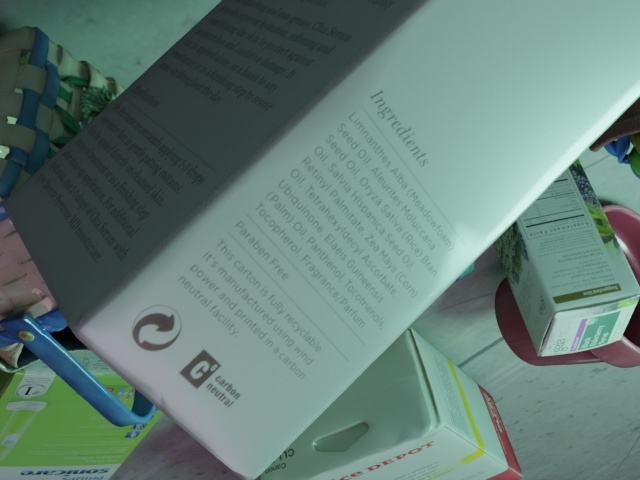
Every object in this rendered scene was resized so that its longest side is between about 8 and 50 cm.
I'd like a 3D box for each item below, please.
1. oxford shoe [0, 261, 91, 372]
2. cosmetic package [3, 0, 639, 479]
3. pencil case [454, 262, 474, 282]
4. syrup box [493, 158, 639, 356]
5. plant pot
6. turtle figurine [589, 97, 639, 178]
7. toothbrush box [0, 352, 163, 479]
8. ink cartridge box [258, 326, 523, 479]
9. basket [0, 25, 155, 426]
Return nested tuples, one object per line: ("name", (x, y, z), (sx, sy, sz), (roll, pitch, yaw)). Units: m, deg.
("oxford shoe", (-0.337, 0.048, 0.976), (0.397, 0.146, 0.140), (0, 144, -24))
("cosmetic package", (0.029, -0.096, 0.665), (0.453, 0.230, 0.161), (-44, 122, -5))
("pencil case", (0.106, 0.045, 1.217), (0.151, 0.070, 0.064), (-33, 175, -5))
("syrup box", (0.241, -0.006, 1.068), (0.096, 0.237, 0.093), (-12, 146, -7))
("plant pot", (0.331, 0.077, 1.291), (0.201, 0.201, 0.180), (12, 152, -37))
("turtle figurine", (0.411, -0.143, 0.988), (0.198, 0.274, 0.266), (-45, 148, -19))
("toothbrush box", (-0.309, 0.180, 1.208), (0.206, 0.122, 0.283), (7, 140, -32))
("ink cartridge box", (0.103, 0.299, 1.521), (0.279, 0.160, 0.384), (-25, 149, 16))
("basket", (-0.214, -0.008, 0.854), (0.201, 0.255, 0.289), (-15, 141, 17))
